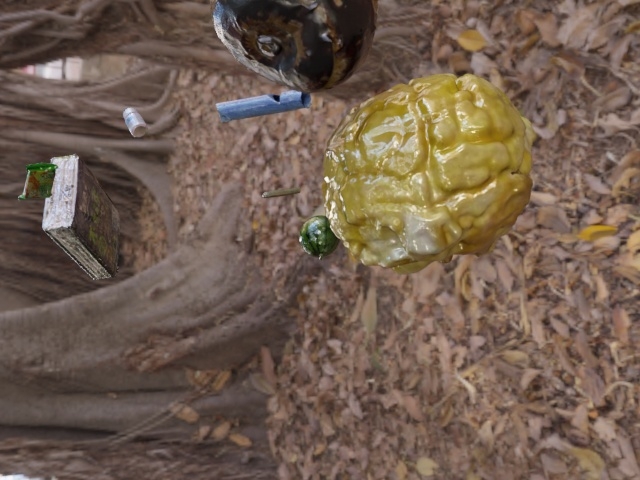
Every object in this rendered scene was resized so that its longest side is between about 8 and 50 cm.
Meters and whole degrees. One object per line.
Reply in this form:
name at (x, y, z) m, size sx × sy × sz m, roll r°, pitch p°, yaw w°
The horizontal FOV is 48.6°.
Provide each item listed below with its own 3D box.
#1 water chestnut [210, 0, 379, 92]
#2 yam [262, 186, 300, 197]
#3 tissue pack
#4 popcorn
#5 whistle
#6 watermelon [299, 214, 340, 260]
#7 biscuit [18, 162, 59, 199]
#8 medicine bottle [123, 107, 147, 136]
water chestnut at (-0.035, -0.412, 1.237) m, size 0.300 × 0.300 × 0.300 m, roll -179°, pitch 90°, yaw -65°
yam at (-0.111, -0.136, 2.024) m, size 0.021 × 0.116 × 0.021 m, roll 39°, pitch 134°, yaw 55°
tissue pack at (-0.481, -0.041, 1.450) m, size 0.235 × 0.073 × 0.173 m, roll 75°, pitch -172°, yaw -62°
popcorn at (0.183, -0.125, 1.273) m, size 0.344 × 0.354 × 0.390 m, roll -119°, pitch 52°, yaw -83°
whistle at (-0.170, -0.385, 2.028) m, size 0.304 × 0.062 × 0.062 m, roll -3°, pitch 86°, yaw 29°
watermelon at (0.000, -0.004, 1.639) m, size 0.109 × 0.109 × 0.109 m, roll -179°, pitch 90°, yaw -65°
biscuit at (-0.397, -0.082, 1.000) m, size 0.089 × 0.046 × 0.016 m, roll -50°, pitch 54°, yaw 49°
medicine bottle at (-0.554, -0.353, 2.116) m, size 0.089 × 0.052 × 0.052 m, roll 55°, pitch 139°, yaw 32°
